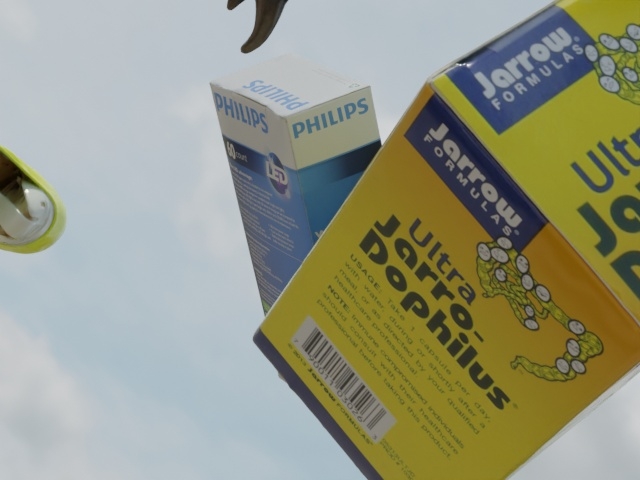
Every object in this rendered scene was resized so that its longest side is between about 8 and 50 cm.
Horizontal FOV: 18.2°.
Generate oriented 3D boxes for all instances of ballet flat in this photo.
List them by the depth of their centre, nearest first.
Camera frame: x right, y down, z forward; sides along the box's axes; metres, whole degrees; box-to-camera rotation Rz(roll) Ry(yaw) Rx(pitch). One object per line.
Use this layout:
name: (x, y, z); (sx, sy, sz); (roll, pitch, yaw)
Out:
ballet flat: (-0.271, -0.043, 1.624); (0.077, 0.077, 0.231); (46, -4, 43)

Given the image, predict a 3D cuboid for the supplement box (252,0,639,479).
supplement box: (0.130, 0.015, 1.252); (0.195, 0.194, 0.356); (50, -31, 9)

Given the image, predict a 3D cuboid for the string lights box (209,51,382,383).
string lights box: (0.000, 0.000, 1.520); (0.133, 0.077, 0.259); (31, -43, 58)

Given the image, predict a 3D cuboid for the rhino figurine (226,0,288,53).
rhino figurine: (-0.054, -0.212, 0.979); (0.073, 0.106, 0.243); (-24, 106, -83)
